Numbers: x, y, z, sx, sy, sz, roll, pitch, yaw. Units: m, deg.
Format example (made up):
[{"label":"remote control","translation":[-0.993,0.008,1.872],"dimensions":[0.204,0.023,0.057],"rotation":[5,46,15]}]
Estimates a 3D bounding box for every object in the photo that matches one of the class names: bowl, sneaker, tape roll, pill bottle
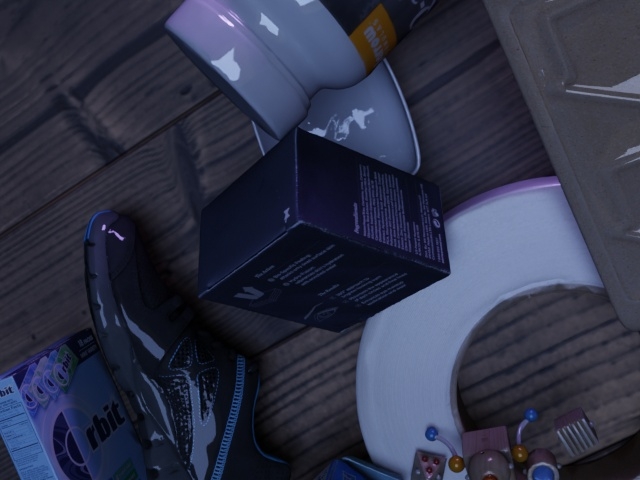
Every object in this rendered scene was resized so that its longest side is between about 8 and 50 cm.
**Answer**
[{"label":"bowl","translation":[0.016,-0.105,0.750],"dimensions":[0.142,0.053,0.142],"rotation":[-19,96,14]},{"label":"sneaker","translation":[-0.141,0.124,0.804],"dimensions":[0.139,0.125,0.341],"rotation":[-20,93,-15]},{"label":"tape roll","translation":[0.228,0.134,0.744],"dimensions":[0.391,0.072,0.393],"rotation":[2,100,11]},{"label":"pill bottle","translation":[0.017,-0.225,0.639],"dimensions":[0.162,0.162,0.278],"rotation":[43,89,1]}]

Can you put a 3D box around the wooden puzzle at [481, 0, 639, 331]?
[{"label":"wooden puzzle","translation":[0.322,-0.119,0.567],"dimensions":[0.322,0.080,0.348],"rotation":[-21,113,25]}]

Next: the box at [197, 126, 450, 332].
[{"label":"box","translation":[0.000,0.000,0.684],"dimensions":[0.156,0.158,0.093],"rotation":[-34,48,44]}]

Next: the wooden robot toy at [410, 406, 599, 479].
[{"label":"wooden robot toy","translation":[0.158,0.201,0.691],"dimensions":[0.173,0.079,0.076],"rotation":[-15,97,13]}]

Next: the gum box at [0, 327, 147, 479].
[{"label":"gum box","translation":[-0.245,0.198,0.796],"dimensions":[0.041,0.157,0.185],"rotation":[-20,96,13]}]

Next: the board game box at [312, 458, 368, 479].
[{"label":"board game box","translation":[0.036,0.408,0.769],"dimensions":[0.308,0.086,0.302],"rotation":[38,115,-7]}]

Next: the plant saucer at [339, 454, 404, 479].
[{"label":"plant saucer","translation":[0.021,0.289,0.778],"dimensions":[0.067,0.018,0.192],"rotation":[22,116,2]}]
